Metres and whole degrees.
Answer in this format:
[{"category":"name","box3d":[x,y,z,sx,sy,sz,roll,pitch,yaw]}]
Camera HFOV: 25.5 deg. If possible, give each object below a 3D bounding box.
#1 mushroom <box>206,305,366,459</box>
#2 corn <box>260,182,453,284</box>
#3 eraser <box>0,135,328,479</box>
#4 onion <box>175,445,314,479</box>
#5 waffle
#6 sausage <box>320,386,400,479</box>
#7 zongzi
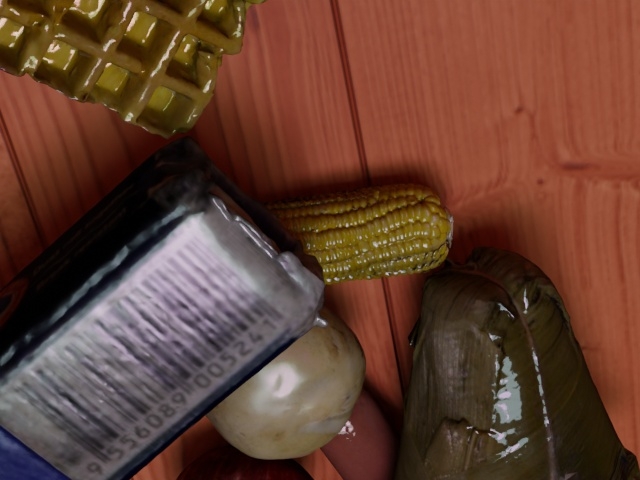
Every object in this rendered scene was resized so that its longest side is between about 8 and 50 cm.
[{"category":"mushroom","box3d":[-0.036,0.104,1.109,0.148,0.112,0.148,-4,124,-6]},{"category":"corn","box3d":[0.000,0.000,1.065,0.203,0.072,0.072,-9,126,-2]},{"category":"eraser","box3d":[-0.158,0.086,0.995,0.332,0.101,0.155,-40,115,13]},{"category":"onion","box3d":[-0.065,0.227,1.190,0.131,0.131,0.131,-4,126,-6]},{"category":"waffle","box3d":[-0.128,-0.195,0.881,0.229,0.057,0.219,22,112,-35]},{"category":"sausage","box3d":[0.041,0.183,1.209,0.062,0.062,0.154,-26,126,10]},{"category":"zongzi","box3d":[0.089,0.179,1.114,0.300,0.145,0.274,-37,128,-11]}]
